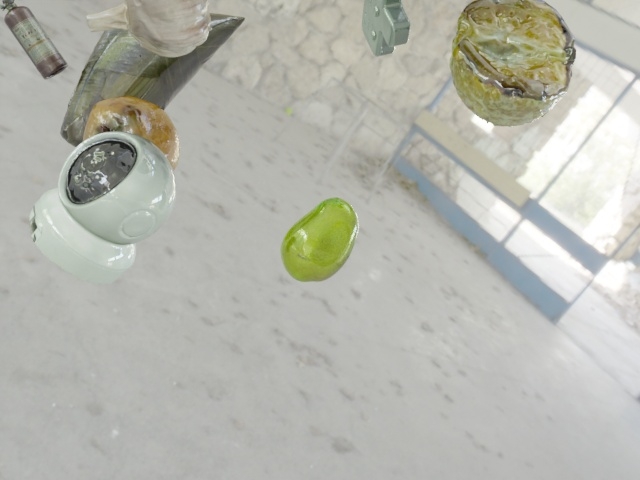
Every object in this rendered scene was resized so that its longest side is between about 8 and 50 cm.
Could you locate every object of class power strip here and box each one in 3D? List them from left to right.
[{"bbox_3d":[0.157,-0.547,1.704,0.265,0.059,0.193,93,-19,-57],"label":"power strip"}]

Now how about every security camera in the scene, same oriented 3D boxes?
[{"bbox_3d":[-0.343,-0.066,1.188,0.194,0.236,0.194,42,16,-15],"label":"security camera"}]

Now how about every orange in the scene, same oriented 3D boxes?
[{"bbox_3d":[0.424,-0.398,1.649,0.271,0.210,0.368,17,57,-1],"label":"orange"}]

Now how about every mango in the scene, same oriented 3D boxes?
[{"bbox_3d":[0.004,0.005,1.272,0.117,0.163,0.089,49,4,-17],"label":"mango"}]

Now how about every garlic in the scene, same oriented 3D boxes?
[{"bbox_3d":[-0.318,-0.422,1.303,0.218,0.212,0.218,58,-17,30],"label":"garlic"}]

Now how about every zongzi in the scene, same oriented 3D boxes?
[{"bbox_3d":[-0.396,-0.365,1.675,0.432,0.403,0.208,10,-20,40],"label":"zongzi"}]

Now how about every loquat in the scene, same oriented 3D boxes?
[{"bbox_3d":[-0.382,-0.201,1.454,0.187,0.175,0.234,24,1,14],"label":"loquat"}]

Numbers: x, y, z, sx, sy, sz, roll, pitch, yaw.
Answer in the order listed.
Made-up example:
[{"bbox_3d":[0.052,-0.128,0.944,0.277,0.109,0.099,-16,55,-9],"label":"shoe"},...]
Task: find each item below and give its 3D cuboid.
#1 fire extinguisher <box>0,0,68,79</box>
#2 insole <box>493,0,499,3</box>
[{"bbox_3d":[-0.712,-0.523,1.779,0.231,0.099,0.071,59,-16,-12],"label":"fire extinguisher"},{"bbox_3d":[0.272,-0.496,1.220,0.063,0.010,0.191,-29,99,-62],"label":"insole"}]
